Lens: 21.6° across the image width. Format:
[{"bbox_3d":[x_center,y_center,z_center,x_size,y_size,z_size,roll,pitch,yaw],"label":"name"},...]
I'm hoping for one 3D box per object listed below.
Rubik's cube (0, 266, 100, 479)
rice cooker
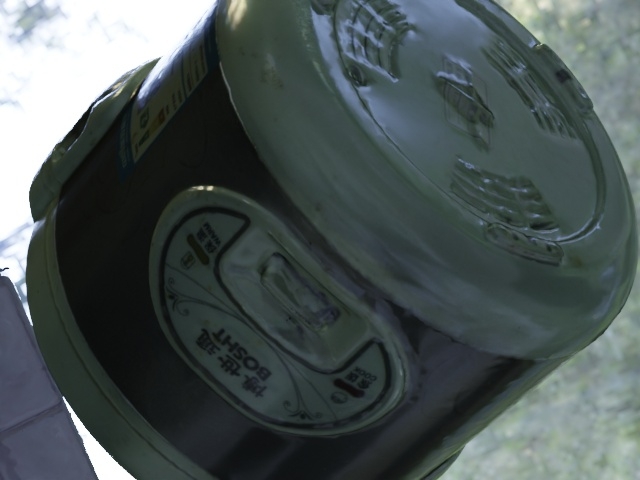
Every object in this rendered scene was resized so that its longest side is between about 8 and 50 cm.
[{"bbox_3d":[-0.341,0.141,1.445,0.221,0.224,0.231,68,168,-15],"label":"Rubik's cube"},{"bbox_3d":[-0.002,0.002,0.922,0.288,0.277,0.288,28,-142,-25],"label":"rice cooker"}]
